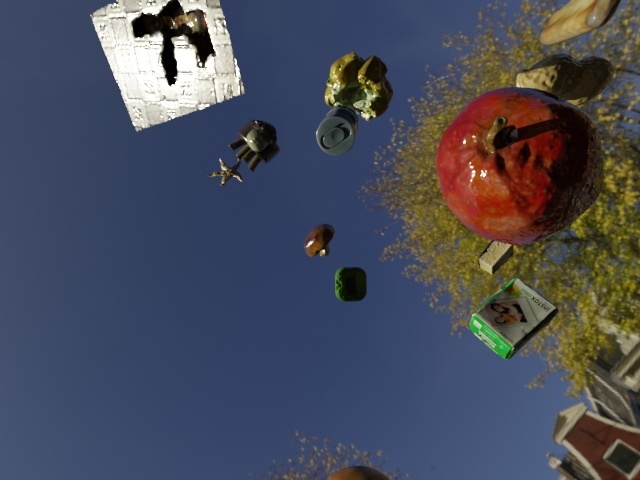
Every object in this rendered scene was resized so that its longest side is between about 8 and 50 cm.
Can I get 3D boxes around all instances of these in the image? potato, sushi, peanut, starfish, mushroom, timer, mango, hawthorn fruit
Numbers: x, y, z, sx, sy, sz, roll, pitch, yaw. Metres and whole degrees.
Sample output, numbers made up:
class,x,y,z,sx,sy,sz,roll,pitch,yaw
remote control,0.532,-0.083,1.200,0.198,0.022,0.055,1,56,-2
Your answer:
class,x,y,z,sx,sy,sz,roll,pitch,yaw
potato,0.563,0.046,1.381,0.122,0.061,0.086,-47,-38,-7
sushi,-0.227,-0.293,0.664,0.043,0.279,0.193,-37,-63,-49
peanut,0.410,-0.270,0.727,0.187,0.082,0.082,-4,-73,-18
starfish,-0.195,-0.150,0.937,0.016,0.086,0.092,90,-155,-50
mushroom,0.000,0.000,1.422,0.087,0.127,0.127,41,-95,-13
timer,0.123,0.177,1.733,0.128,0.047,0.140,-1,-90,-10
mango,0.072,0.419,0.686,0.111,0.163,0.089,-36,-76,-49
hawthorn fruit,0.245,-0.102,0.553,0.253,0.205,0.205,22,-85,-49

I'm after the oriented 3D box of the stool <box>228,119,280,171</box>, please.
class,x,y,z,sx,sy,sz,roll,pitch,yaw
stool,-0.186,-0.278,1.243,0.121,0.217,0.125,-43,-77,-7

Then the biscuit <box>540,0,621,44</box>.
class,x,y,z,sx,sy,sz,roll,pitch,yaw
biscuit,0.660,-0.606,1.042,0.062,0.291,0.237,23,-76,-3

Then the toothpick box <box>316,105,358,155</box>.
class,x,y,z,sx,sy,sz,roll,pitch,yaw
toothpick box,0.048,-0.297,1.154,0.101,0.153,0.101,3,-63,6

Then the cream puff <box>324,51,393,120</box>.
class,x,y,z,sx,sy,sz,roll,pitch,yaw
cream puff,0.134,-0.506,1.379,0.221,0.195,0.195,16,-82,-5

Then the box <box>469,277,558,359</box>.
class,x,y,z,sx,sy,sz,roll,pitch,yaw
box,0.641,0.258,1.440,0.250,0.180,0.103,-34,-35,-17
